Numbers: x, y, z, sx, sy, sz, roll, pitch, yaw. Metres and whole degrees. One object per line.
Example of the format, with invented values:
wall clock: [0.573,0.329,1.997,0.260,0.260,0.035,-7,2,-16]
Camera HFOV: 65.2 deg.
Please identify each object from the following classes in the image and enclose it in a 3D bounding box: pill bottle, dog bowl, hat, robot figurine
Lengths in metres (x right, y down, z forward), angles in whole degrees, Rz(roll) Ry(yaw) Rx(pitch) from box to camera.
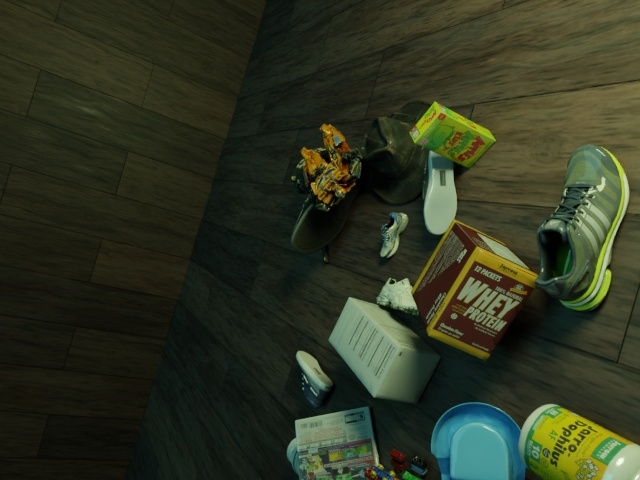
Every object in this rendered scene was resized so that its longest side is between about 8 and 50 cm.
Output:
pill bottle: [0.416,0.341,0.748,0.208,0.117,0.118,19,92,61]
dog bowl: [0.287,0.448,0.894,0.166,0.074,0.297,-4,68,24]
pill bottle: [-0.015,0.599,1.350,0.180,0.108,0.108,1,77,60]
hat: [0.198,-0.269,1.409,0.331,0.134,0.331,-35,46,47]
robot figurine: [0.023,-0.217,1.483,0.211,0.085,0.291,-47,33,24]

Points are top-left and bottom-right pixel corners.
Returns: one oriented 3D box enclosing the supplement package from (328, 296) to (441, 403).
supplement package: [0.148,0.262,1.216,0.134,0.139,0.244,-66,30,10]

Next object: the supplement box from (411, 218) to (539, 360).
supplement box: [0.296,0.092,0.999,0.194,0.129,0.191,-90,26,-72]

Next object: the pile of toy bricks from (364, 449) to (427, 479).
pile of toy bricks: [0.202,0.542,1.045,0.212,0.118,0.105,13,115,45]

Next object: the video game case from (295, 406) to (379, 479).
video game case: [0.041,0.527,1.254,0.201,0.023,0.183,-13,53,7]

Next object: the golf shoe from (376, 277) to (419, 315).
golf shoe: [0.208,0.136,1.256,0.176,0.069,0.086,11,79,59]

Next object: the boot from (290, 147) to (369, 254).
boot: [-0.013,-0.152,1.675,0.377,0.138,0.284,-61,30,2]

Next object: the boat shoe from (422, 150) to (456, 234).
boat shoe: [0.288,-0.124,1.248,0.076,0.080,0.228,115,155,-81]

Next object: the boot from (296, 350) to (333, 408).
boot: [-0.036,0.418,1.515,0.086,0.069,0.190,-64,33,10]

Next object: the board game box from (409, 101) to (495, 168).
board game box: [0.307,-0.240,1.159,0.092,0.181,0.043,-51,37,34]

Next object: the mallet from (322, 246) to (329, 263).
mallet: [0.000,0.000,1.706,0.062,0.039,0.190,-37,50,44]

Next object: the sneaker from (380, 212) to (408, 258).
sneaker: [0.187,-0.017,1.373,0.052,0.058,0.135,32,104,59]

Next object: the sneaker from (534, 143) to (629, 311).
sneaker: [0.449,-0.032,0.875,0.111,0.121,0.300,-5,71,58]
